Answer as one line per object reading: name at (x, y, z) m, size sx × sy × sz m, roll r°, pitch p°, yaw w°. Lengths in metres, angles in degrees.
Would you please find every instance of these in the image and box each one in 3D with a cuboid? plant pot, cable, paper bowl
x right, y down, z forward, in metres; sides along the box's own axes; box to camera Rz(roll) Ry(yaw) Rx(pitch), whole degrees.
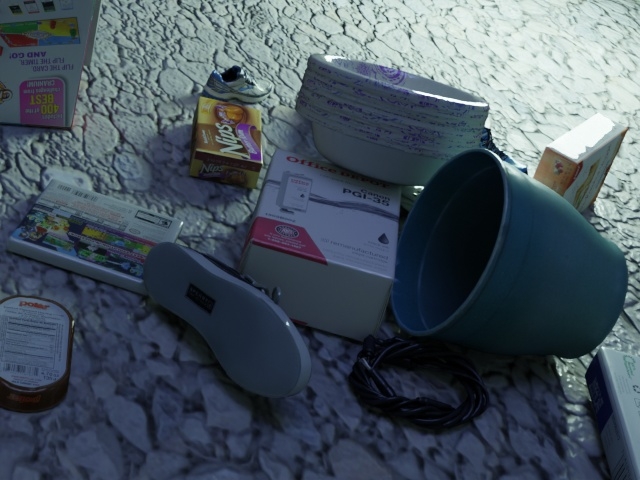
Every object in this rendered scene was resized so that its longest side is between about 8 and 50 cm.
plant pot at (0.274, 0.045, 1.837) m, size 0.255 × 0.272 × 0.272 m, roll 23°, pitch 27°, yaw -23°
cable at (0.132, 0.185, 1.720) m, size 0.184 × 0.047 × 0.150 m, roll 20°, pitch 31°, yaw 3°
paper bowl at (0.101, -0.177, 1.989) m, size 0.284 × 0.148 × 0.284 m, roll 15°, pitch 14°, yaw -4°

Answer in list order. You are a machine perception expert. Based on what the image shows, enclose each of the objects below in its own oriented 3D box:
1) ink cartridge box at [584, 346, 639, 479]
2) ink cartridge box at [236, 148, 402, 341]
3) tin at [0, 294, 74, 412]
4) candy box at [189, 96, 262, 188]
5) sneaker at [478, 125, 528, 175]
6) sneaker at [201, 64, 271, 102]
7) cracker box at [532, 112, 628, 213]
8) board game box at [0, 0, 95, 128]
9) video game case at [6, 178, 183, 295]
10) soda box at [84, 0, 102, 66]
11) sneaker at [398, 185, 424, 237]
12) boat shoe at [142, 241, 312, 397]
ink cartridge box at (0.531, 0.295, 1.732) m, size 0.330 × 0.071 × 0.324 m, roll 16°, pitch 30°, yaw -9°
ink cartridge box at (0.000, 0.000, 1.879) m, size 0.207 × 0.117 × 0.283 m, roll 15°, pitch 31°, yaw -3°
tin at (-0.347, 0.131, 1.573) m, size 0.106 × 0.040 × 0.190 m, roll 13°, pitch 31°, yaw -16°
candy box at (-0.151, -0.158, 2.120) m, size 0.109 × 0.053 × 0.187 m, roll 12°, pitch 30°, yaw -10°
sneaker at (0.255, -0.140, 2.070) m, size 0.162 × 0.073 × 0.063 m, roll 30°, pitch 38°, yaw 28°
sneaker at (-0.139, -0.275, 2.308) m, size 0.135 × 0.058 × 0.052 m, roll -7°, pitch 39°, yaw -36°
cracker box at (0.427, -0.110, 2.240) m, size 0.067 × 0.156 × 0.232 m, roll 32°, pitch 34°, yaw 21°
board game box at (-0.467, -0.324, 1.965) m, size 0.242 × 0.316 × 0.064 m, roll 3°, pitch 33°, yaw -25°
video game case at (-0.307, -0.007, 1.826) m, size 0.201 × 0.023 × 0.183 m, roll 19°, pitch 31°, yaw -1°
soda box at (-0.406, -0.446, 2.219) m, size 0.091 × 0.286 × 0.098 m, roll 10°, pitch 31°, yaw -11°
sneaker at (0.189, -0.053, 2.088) m, size 0.292 × 0.108 × 0.169 m, roll 8°, pitch 32°, yaw 3°
boat shoe at (-0.101, 0.100, 1.682) m, size 0.306 × 0.113 × 0.105 m, roll 30°, pitch 14°, yaw 39°
